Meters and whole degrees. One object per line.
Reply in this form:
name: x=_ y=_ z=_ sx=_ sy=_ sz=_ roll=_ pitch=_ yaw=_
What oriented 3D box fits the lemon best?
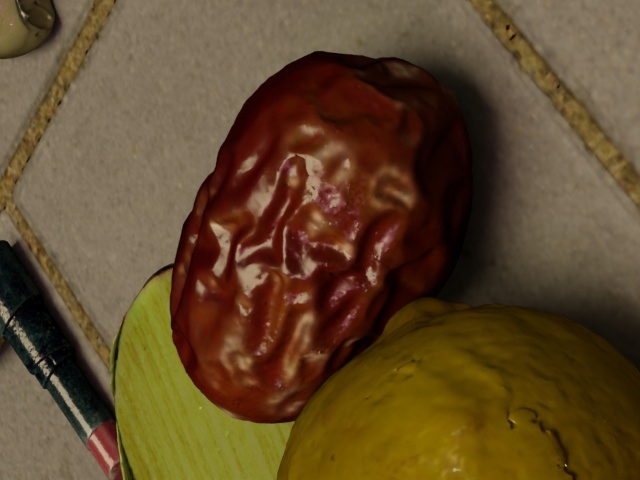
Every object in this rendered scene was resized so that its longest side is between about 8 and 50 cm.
lemon: x=0.100 y=0.175 z=0.843 sx=0.260 sy=0.260 sz=0.284 roll=-4 pitch=100 yaw=44

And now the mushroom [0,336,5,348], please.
mushroom: x=-0.406 y=0.120 z=1.422 sx=0.333 sy=0.087 sz=0.107 roll=-35 pitch=82 yaw=40

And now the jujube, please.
jujube: x=0.000 y=0.000 z=0.936 sx=0.174 sy=0.174 sz=0.250 roll=38 pitch=117 yaw=30

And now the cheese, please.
cheese: x=-0.296 y=-0.188 z=1.259 sx=0.192 sy=0.037 sz=0.097 roll=-16 pitch=90 yaw=44

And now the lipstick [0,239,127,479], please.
lipstick: x=-0.233 y=0.108 z=1.277 sx=0.234 sy=0.053 sz=0.053 roll=55 pitch=132 yaw=14

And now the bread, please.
bread: x=-0.060 y=0.157 z=1.131 sx=0.301 sy=0.045 sz=0.301 roll=14 pitch=110 yaw=43
